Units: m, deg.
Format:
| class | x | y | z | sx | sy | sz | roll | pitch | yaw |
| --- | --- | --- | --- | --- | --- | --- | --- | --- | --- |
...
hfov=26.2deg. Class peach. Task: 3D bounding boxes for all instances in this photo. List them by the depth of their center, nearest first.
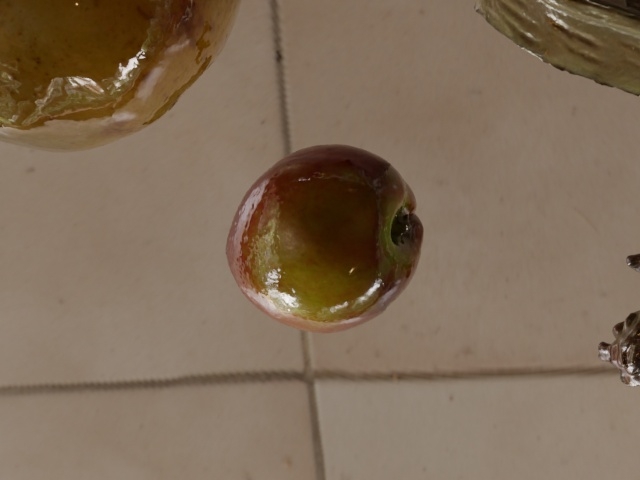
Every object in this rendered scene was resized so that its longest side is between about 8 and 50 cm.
| class | x | y | z | sx | sy | sz | roll | pitch | yaw |
| --- | --- | --- | --- | --- | --- | --- | --- | --- | --- |
| peach | 0.000 | 0.000 | 1.345 | 0.197 | 0.197 | 0.197 | 2 | 104 | 7 |

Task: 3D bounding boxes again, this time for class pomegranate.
| class | x | y | z | sx | sy | sz | roll | pitch | yaw |
| --- | --- | --- | --- | --- | --- | --- | --- | --- | --- |
| pomegranate | -0.183 | -0.187 | 0.918 | 0.264 | 0.264 | 0.264 | 2 | 104 | 7 |

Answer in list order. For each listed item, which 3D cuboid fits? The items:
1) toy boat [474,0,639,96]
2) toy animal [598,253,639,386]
| class | x | y | z | sx | sy | sz | roll | pitch | yaw |
| --- | --- | --- | --- | --- | --- | --- | --- | --- | --- |
| toy boat | 0.192 | -0.161 | 0.969 | 0.188 | 0.116 | 0.061 | 20 | 124 | -4 |
| toy animal | 0.449 | 0.078 | 1.553 | 0.312 | 0.097 | 0.158 | -16 | 59 | 41 |
